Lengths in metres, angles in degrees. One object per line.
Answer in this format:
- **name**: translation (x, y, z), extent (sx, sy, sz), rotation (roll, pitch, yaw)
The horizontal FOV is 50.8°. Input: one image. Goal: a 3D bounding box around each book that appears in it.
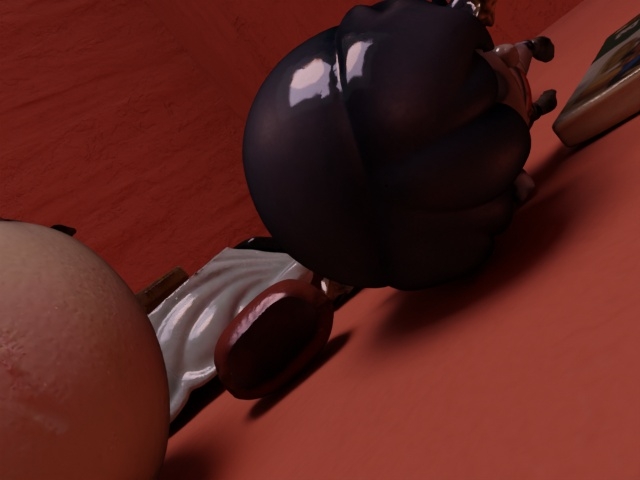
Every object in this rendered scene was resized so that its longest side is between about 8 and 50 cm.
- **book**: translation (0.284, -0.171, 0.492), extent (0.202, 0.027, 0.264), rotation (-36, 5, 41)

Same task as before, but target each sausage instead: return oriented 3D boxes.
- **sausage**: translation (-0.032, 0.067, 0.462), extent (0.094, 0.059, 0.054), rotation (-44, -8, -4)

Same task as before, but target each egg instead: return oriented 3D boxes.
- **egg**: translation (-0.185, 0.138, 0.399), extent (0.264, 0.174, 0.286), rotation (-43, -21, -40)

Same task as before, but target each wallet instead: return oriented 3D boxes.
- **wallet**: translation (-0.055, 0.023, 0.832), extent (0.124, 0.025, 0.244), rotation (5, -10, -16)

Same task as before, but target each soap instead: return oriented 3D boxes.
- **soap**: translation (-0.262, 0.136, 1.162), extent (0.076, 0.135, 0.233), rotation (-38, 5, 10)

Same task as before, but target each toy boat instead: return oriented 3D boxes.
- **toy boat**: translation (-0.136, 0.105, 0.692), extent (0.290, 0.100, 0.199), rotation (-41, 5, -7)

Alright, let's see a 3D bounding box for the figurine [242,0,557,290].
- **figurine**: translation (0.063, -0.071, 0.432), extent (0.197, 0.175, 0.265), rotation (-28, 1, 22)

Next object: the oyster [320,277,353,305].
- **oyster**: translation (0.048, -0.010, 0.585), extent (0.148, 0.051, 0.103), rotation (-67, -11, 23)
